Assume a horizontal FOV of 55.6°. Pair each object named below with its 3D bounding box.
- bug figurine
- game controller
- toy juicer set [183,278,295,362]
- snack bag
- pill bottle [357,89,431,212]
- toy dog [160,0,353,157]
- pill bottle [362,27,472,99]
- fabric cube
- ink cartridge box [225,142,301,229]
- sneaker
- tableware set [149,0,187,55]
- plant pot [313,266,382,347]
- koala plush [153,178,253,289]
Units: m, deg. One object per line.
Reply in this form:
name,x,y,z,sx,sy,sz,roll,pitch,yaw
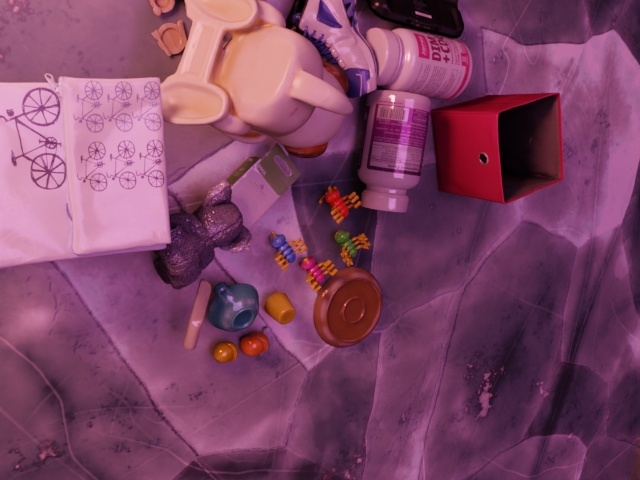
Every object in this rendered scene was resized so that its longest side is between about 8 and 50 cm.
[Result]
bug figurine,0.000,0.000,1.582,0.279,0.072,0.216,-40,117,-17
game controller,0.243,-0.618,1.572,0.319,0.067,0.166,1,75,-32
toy juicer set,-0.225,0.193,1.463,0.329,0.089,0.209,22,106,-49
snack bag,-0.433,-0.121,1.049,0.342,0.037,0.323,-7,105,-32
pill bottle,0.187,-0.231,1.591,0.169,0.169,0.302,2,100,-33
toy dog,-0.078,-0.330,1.287,0.408,0.395,0.285,9,91,-70
pill bottle,0.242,-0.459,1.578,0.283,0.160,0.160,-1,102,-33
fabric cube,0.501,-0.273,1.731,0.259,0.258,0.254,-21,112,-28
ink cartridge box,-0.158,-0.128,1.457,0.209,0.062,0.109,-48,121,-15
sneaker,0.006,-0.487,1.455,0.182,0.127,0.316,-24,106,-22
tableware set,-0.294,-0.488,1.312,0.168,0.020,0.141,-28,114,-24
plant pot,0.088,0.193,1.708,0.236,0.032,0.236,-9,106,-32
koala plush,-0.261,-0.015,1.327,0.221,0.203,0.196,-29,116,-22
